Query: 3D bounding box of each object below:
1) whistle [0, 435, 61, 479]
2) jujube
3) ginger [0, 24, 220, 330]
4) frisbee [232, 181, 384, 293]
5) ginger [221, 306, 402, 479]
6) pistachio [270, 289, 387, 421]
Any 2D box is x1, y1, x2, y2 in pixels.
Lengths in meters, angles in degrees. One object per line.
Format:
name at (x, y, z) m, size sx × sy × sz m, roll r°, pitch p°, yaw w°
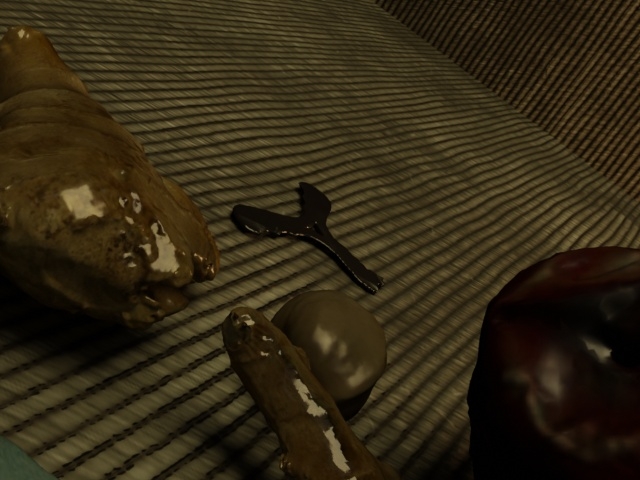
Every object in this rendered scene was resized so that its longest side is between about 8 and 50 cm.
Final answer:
whistle at (-0.226, 0.111, 0.380) m, size 0.274 × 0.093 × 0.186 m, roll 20°, pitch 2°, yaw -6°
jujube at (0.223, 0.151, 0.615) m, size 0.258 × 0.377 × 0.258 m, roll -1°, pitch 63°, yaw 2°
ginger at (-0.187, -0.067, 0.692) m, size 0.236 × 0.166 × 0.375 m, roll 13°, pitch 38°, yaw -20°
frisbee at (0.000, 0.000, 0.959) m, size 0.187 × 0.012 × 0.211 m, roll 43°, pitch 27°, yaw 16°
ginger at (0.027, 0.192, 0.549) m, size 0.148 × 0.081 × 0.334 m, roll -19°, pitch 70°, yaw -42°
pistachio at (0.003, 0.095, 0.688) m, size 0.113 × 0.113 × 0.149 m, roll 31°, pitch 27°, yaw -7°
